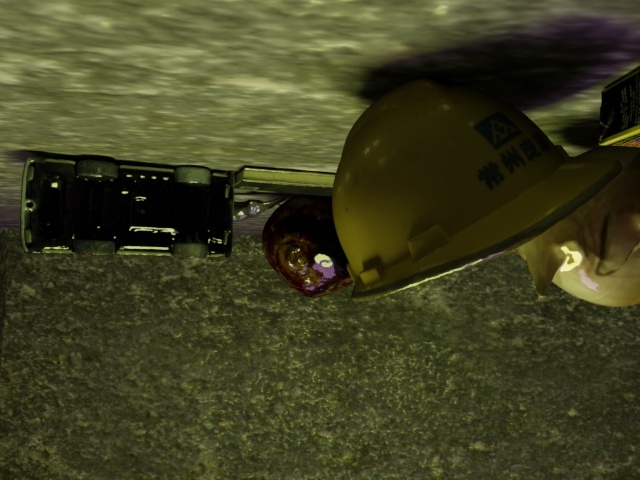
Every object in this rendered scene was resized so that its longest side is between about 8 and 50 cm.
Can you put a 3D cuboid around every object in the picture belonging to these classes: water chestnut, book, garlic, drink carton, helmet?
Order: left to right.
[{"bbox_3d":[-0.030,-0.093,1.042,0.229,0.024,0.160,3,178,-16],"label":"book"},{"bbox_3d":[0.000,0.000,1.276,0.224,0.223,0.238,1,-140,16],"label":"water chestnut"},{"bbox_3d":[0.089,-0.058,0.510,0.205,0.140,0.257,-32,-179,-24],"label":"helmet"},{"bbox_3d":[0.375,-0.011,0.627,0.313,0.249,0.286,23,-173,-17],"label":"garlic"},{"bbox_3d":[0.262,-0.098,0.425,0.071,0.056,0.165,5,177,-1],"label":"drink carton"}]

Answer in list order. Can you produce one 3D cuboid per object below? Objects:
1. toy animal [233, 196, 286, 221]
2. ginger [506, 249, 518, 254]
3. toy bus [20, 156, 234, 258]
[{"bbox_3d":[-0.262,-0.052,1.325,0.206,0.081,0.367,-16,-171,-41],"label":"toy animal"},{"bbox_3d":[0.232,-0.032,1.085,0.219,0.123,0.270,1,179,-36],"label":"ginger"},{"bbox_3d":[-0.307,-0.046,0.989,0.306,0.143,0.179,1,180,-26],"label":"toy bus"}]
